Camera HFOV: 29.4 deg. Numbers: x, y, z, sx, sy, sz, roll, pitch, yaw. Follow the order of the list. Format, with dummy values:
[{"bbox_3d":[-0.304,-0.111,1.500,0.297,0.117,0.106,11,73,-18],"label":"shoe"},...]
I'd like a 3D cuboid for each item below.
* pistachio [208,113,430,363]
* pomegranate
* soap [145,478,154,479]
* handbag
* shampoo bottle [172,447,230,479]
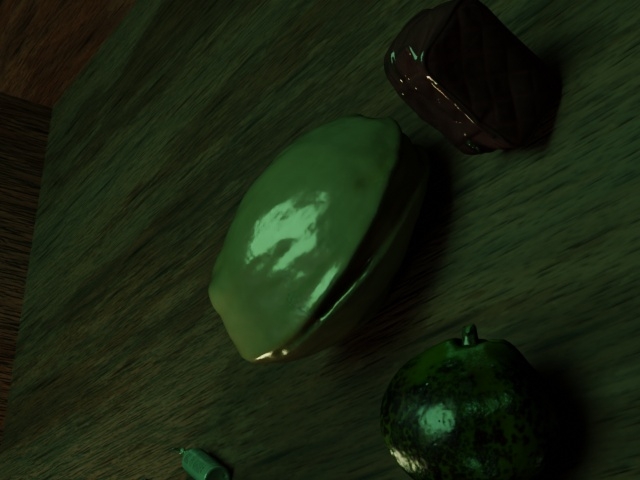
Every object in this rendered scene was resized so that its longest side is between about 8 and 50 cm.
[{"bbox_3d":[0.000,0.000,1.917,0.445,0.281,0.365,-52,23,11],"label":"pistachio"},{"bbox_3d":[0.202,0.251,1.496,0.204,0.276,0.222,-35,5,-6],"label":"pomegranate"},{"bbox_3d":[-0.276,0.537,2.332,0.230,0.091,0.145,-9,68,60],"label":"soap"},{"bbox_3d":[0.204,-0.222,1.671,0.146,0.225,0.135,-57,22,-14],"label":"handbag"},{"bbox_3d":[-0.231,0.430,2.341,0.195,0.056,0.056,18,92,64],"label":"shampoo bottle"}]
